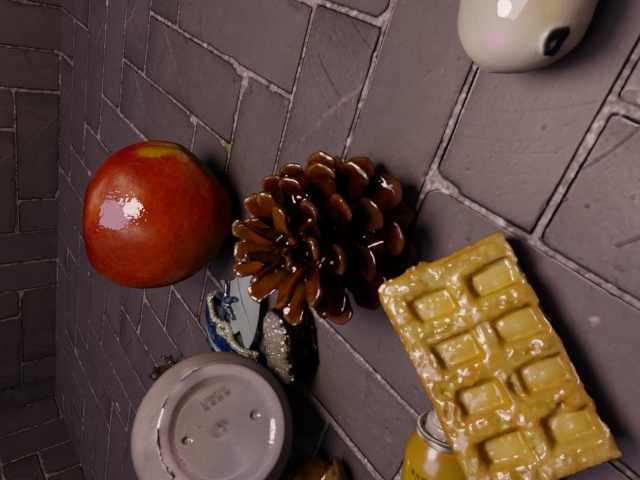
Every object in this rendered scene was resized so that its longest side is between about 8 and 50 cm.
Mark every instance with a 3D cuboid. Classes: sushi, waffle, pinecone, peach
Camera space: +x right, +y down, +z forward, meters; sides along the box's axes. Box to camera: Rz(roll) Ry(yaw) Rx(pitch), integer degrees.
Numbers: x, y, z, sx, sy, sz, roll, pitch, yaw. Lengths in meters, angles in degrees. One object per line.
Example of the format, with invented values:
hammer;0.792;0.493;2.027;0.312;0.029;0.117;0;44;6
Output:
sushi;-0.059;0.192;0.900;0.090;0.078;0.150;0;103;49
waffle;0.197;0.141;0.561;0.168;0.057;0.274;-29;73;17
pinecone;-0.007;0.006;0.683;0.264;0.264;0.264;11;105;48
peach;-0.355;-0.043;1.025;0.332;0.308;0.308;-40;62;11

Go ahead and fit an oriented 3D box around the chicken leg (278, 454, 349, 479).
chicken leg;0.001;0.543;0.851;0.409;0.182;0.295;36;106;35

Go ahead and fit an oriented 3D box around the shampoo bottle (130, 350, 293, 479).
shampoo bottle;-0.196;0.346;0.861;0.273;0.273;0.266;67;150;16

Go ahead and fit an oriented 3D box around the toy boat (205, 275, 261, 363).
toy boat;-0.190;0.138;1.059;0.210;0.070;0.291;17;106;41

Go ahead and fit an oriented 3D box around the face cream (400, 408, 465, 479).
face cream;0.157;0.378;0.666;0.105;0.105;0.348;21;113;45

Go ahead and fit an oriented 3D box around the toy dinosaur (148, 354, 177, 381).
toy dinosaur;-0.416;0.419;1.403;0.179;0.087;0.187;52;163;-22

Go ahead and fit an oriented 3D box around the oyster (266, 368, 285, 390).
oyster;-0.119;0.329;1.018;0.103;0.051;0.148;38;114;30

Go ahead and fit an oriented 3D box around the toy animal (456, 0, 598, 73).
toy animal;0.200;-0.262;0.492;0.166;0.138;0.179;-3;104;69
